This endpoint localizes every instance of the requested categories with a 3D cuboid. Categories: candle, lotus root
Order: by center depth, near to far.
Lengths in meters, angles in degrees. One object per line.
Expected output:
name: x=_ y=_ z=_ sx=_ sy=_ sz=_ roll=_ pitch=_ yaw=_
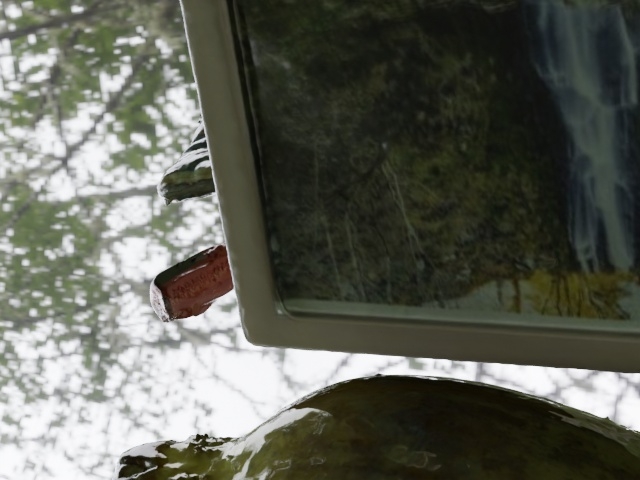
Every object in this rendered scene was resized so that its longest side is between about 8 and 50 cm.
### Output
lotus root: x=0.071 y=0.138 z=0.469 sx=0.309 sy=0.173 sz=0.173 roll=24 pitch=-109 yaw=0
candle: x=-0.095 y=0.028 z=1.299 sx=0.162 sy=0.048 sz=0.053 roll=-32 pitch=-95 yaw=-33

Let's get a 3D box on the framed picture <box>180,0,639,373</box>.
framed picture: x=0.108 y=-0.055 z=0.438 sx=0.020 sy=0.324 sz=0.240 roll=-61 pitch=-31 yaw=-54

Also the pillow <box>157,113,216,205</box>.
pillow: x=0.018 y=-0.104 z=0.953 sx=0.034 sy=0.255 sz=0.189 roll=63 pitch=-156 yaw=-25
